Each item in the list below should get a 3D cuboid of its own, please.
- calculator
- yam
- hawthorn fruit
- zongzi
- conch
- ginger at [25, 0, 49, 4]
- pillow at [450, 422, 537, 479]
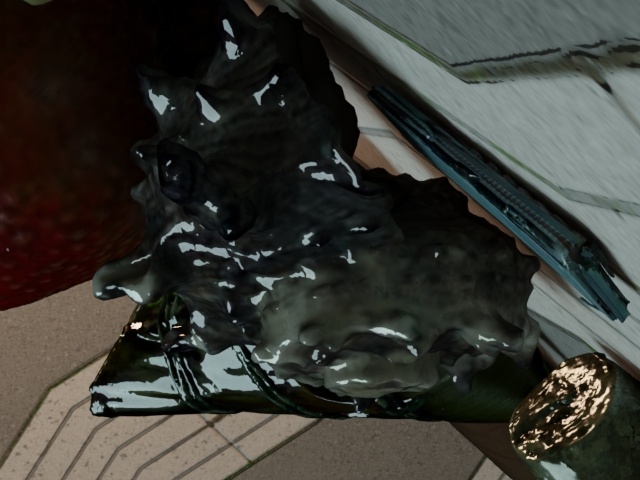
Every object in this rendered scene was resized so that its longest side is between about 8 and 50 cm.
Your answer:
[{"bbox_3d":[0.077,-0.022,0.672,0.057,0.018,0.172,48,178,-42],"label":"calculator"},{"bbox_3d":[0.199,0.157,0.886,0.183,0.107,0.107,47,180,0],"label":"yam"},{"bbox_3d":[-0.226,-0.084,0.955,0.285,0.369,0.285,47,-155,-30],"label":"hawthorn fruit"},{"bbox_3d":[0.000,0.000,1.315,0.383,0.362,0.319,-10,134,41],"label":"zongzi"},{"bbox_3d":[0.004,0.007,0.806,0.240,0.186,0.313,19,151,38],"label":"conch"},{"bbox_3d":[-0.200,-0.176,0.591,0.358,0.211,0.413,43,180,-21],"label":"ginger"},{"bbox_3d":[0.163,0.139,1.514,0.308,0.108,0.305,45,-179,-39],"label":"pillow"}]
